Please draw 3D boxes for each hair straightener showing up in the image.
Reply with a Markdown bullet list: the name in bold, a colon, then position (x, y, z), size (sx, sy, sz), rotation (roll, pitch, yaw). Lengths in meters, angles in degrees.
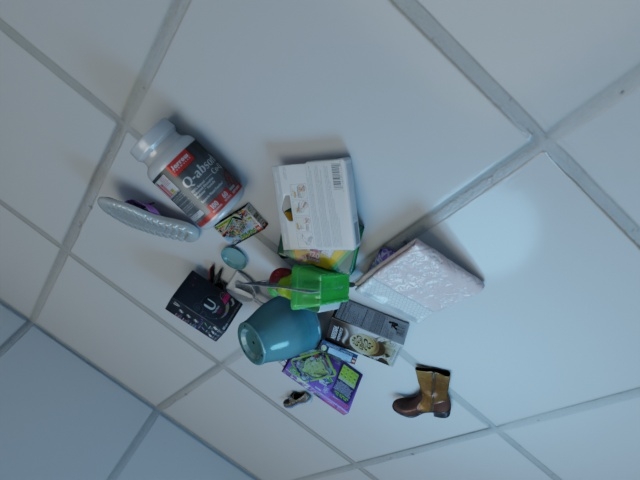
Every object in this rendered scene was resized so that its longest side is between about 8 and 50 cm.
- **hair straightener**: position (-0.457, 0.201, 2.172), size (0.089, 0.047, 0.230), rotation (24, 135, 5)

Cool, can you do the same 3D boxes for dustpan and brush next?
- **dustpan and brush**: position (-0.303, 0.235, 2.117), size (0.211, 0.060, 0.147), rotation (28, 130, -10)

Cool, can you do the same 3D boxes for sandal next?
- **sandal**: position (-0.689, -0.100, 1.996), size (0.416, 0.102, 0.169), rotation (21, 150, -10)

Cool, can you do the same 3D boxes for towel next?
- **towel**: position (0.335, 0.155, 1.682), size (0.332, 0.053, 0.317), rotation (30, 131, -25)

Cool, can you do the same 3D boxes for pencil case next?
- **pencil case**: position (0.214, 0.116, 1.754), size (0.086, 0.088, 0.206), rotation (19, 136, -4)

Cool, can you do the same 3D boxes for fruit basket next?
- **fruit basket**: position (-0.083, 0.171, 1.781), size (0.353, 0.327, 0.165), rotation (-5, 87, 34)

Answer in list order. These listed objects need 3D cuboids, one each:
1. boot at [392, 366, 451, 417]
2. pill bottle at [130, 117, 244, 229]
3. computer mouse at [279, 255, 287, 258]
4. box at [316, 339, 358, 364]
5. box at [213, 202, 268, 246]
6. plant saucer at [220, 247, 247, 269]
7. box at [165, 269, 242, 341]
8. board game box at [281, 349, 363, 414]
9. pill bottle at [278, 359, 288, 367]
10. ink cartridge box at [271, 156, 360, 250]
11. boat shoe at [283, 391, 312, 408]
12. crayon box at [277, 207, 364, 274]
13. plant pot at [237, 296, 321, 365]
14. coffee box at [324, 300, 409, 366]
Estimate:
- **boot**: position (0.430, 0.656, 2.112), size (0.264, 0.096, 0.280), rotation (4, 129, 23)
- **pill bottle**: position (-0.458, -0.228, 1.688), size (0.363, 0.210, 0.210), rotation (45, 132, -16)
- **computer mouse**: position (-0.065, 0.033, 1.855), size (0.242, 0.041, 0.071), rotation (-7, 113, 38)
- **box**: position (0.054, 0.470, 2.073), size (0.159, 0.044, 0.233), rotation (23, 166, -5)
- **box**: position (-0.310, -0.057, 1.887), size (0.207, 0.036, 0.114), rotation (-26, 114, 39)
- **plant saucer**: position (-0.355, 0.070, 2.030), size (0.119, 0.021, 0.119), rotation (13, 132, 14)
- **box**: position (-0.507, 0.287, 2.135), size (0.270, 0.165, 0.143), rotation (35, 140, -8)
- **board game box**: position (0.014, 0.589, 2.174), size (0.347, 0.208, 0.056), rotation (38, 134, -8)
- **pill bottle**: position (-0.157, 0.554, 2.309), size (0.086, 0.086, 0.152), rotation (-25, 114, 39)
- **ink cartridge box**: position (-0.014, -0.115, 1.607), size (0.261, 0.066, 0.296), rotation (0, 106, 24)
- **boat shoe**: position (-0.128, 0.821, 2.547), size (0.183, 0.066, 0.066), rotation (-24, 111, 27)
- **crayon box**: position (0.000, 0.000, 1.719), size (0.278, 0.081, 0.165), rotation (15, 109, 13)
- **plant pot**: position (-0.180, 0.367, 1.969), size (0.271, 0.255, 0.272), rotation (23, 123, 41)
- **coffee box**: position (0.184, 0.368, 1.962), size (0.297, 0.119, 0.168), rotation (20, 135, 9)
